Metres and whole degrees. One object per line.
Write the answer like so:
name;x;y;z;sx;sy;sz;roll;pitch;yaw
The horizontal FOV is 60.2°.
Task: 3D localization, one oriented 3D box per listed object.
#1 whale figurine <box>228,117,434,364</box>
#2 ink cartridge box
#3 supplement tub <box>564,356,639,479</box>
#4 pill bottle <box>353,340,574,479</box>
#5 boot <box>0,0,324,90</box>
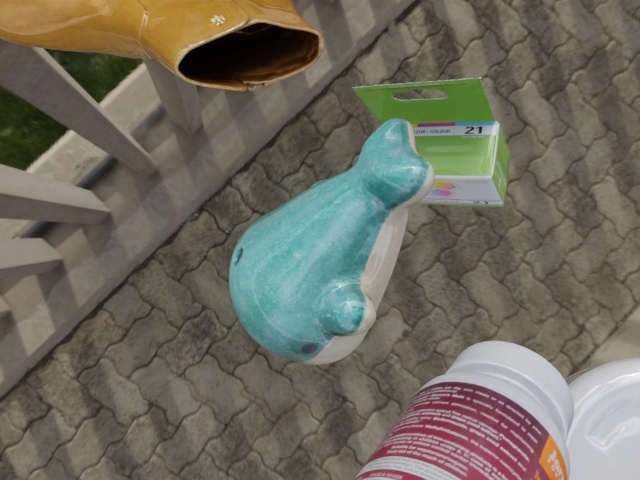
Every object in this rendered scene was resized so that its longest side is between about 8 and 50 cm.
whale figurine;0.000;0.000;0.553;0.141;0.216;0.272;17;127;-22
ink cartridge box;0.168;-0.137;0.833;0.188;0.255;0.097;5;78;28
supplement tub;0.358;0.255;0.625;0.228;0.316;0.229;-5;74;19
pill bottle;0.096;0.168;0.375;0.221;0.121;0.121;-35;98;-47
boot;-0.161;-0.202;0.506;0.294;0.211;0.104;-14;134;-17
